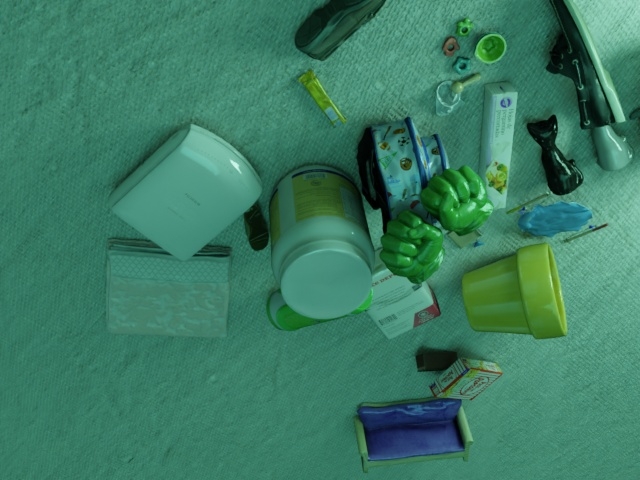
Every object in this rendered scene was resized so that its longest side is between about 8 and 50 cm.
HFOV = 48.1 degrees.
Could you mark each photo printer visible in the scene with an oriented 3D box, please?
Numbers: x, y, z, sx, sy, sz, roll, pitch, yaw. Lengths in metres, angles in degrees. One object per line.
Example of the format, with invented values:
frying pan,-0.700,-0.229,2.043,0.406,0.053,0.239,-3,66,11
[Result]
photo printer,-0.311,-0.117,1.713,0.307,0.107,0.256,-37,122,20

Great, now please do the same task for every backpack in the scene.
backpack,0.198,-0.148,1.660,0.213,0.276,0.263,-21,120,4

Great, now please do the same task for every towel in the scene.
towel,-0.408,0.141,1.933,0.332,0.053,0.316,4,126,-8

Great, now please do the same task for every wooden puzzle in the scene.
wooden puzzle,0.385,-0.017,1.922,0.079,0.014,0.116,-28,125,20

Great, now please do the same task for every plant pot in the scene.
plant pot,0.518,0.150,1.931,0.239,0.254,0.254,-12,128,21

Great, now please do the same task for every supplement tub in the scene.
supplement tub,0.000,0.000,1.694,0.241,0.331,0.241,-3,127,-4

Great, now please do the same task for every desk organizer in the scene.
desk organizer,0.356,0.370,2.185,0.130,0.050,0.047,2,162,-26

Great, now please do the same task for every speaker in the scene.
speaker,-0.007,0.158,1.876,0.297,0.131,0.131,-20,131,43

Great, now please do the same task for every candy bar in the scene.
candy bar,0.007,-0.321,1.649,0.040,0.018,0.161,-28,125,19

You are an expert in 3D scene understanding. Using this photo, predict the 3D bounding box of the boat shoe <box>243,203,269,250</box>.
boat shoe,-0.169,-0.039,1.833,0.056,0.048,0.153,-20,134,-6

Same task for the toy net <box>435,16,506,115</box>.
toy net,0.314,-0.378,1.622,0.122,0.045,0.232,17,124,-18

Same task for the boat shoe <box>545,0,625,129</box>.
boat shoe,0.562,-0.390,1.589,0.113,0.127,0.340,-22,120,28

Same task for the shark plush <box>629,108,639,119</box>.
shark plush,0.817,-0.320,1.705,0.073,0.067,0.161,20,122,-19

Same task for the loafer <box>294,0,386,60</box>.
loafer,0.065,-0.480,1.505,0.268,0.096,0.084,-34,143,26

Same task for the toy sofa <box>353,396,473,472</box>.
toy sofa,0.295,0.621,2.306,0.363,0.150,0.177,-5,128,-2

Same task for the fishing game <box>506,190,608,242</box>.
fishing game,0.609,-0.060,1.866,0.264,0.041,0.189,18,148,-30

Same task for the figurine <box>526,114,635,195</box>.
figurine,0.627,-0.243,1.737,0.215,0.092,0.209,-26,121,12

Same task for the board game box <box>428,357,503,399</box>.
board game box,0.448,0.428,2.206,0.194,0.045,0.146,15,127,-41

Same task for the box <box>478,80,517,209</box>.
box,0.425,-0.222,1.739,0.063,0.067,0.324,-7,126,-2

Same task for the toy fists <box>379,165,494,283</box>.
toy fists,0.245,-0.036,1.539,0.279,0.096,0.142,-46,116,3

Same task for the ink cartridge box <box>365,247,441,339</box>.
ink cartridge box,0.197,0.138,1.963,0.172,0.100,0.237,-28,125,15
